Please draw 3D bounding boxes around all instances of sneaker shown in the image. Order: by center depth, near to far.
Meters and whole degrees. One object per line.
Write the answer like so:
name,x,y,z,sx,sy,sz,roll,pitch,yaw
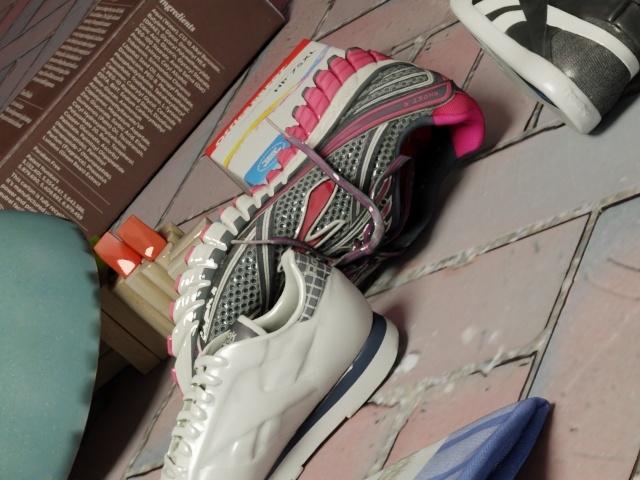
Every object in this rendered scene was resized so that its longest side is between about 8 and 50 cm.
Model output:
sneaker,-0.056,0.116,1.123,0.235,0.095,0.090,-51,23,-7
sneaker,0.176,-0.154,1.194,0.121,0.079,0.217,-42,29,4
sneaker,0.000,0.000,1.205,0.112,0.121,0.299,22,76,36

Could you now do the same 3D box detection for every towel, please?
towel,-0.017,0.187,0.931,0.285,0.034,0.209,-33,4,31

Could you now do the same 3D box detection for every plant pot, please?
plant pot,-0.325,0.100,1.385,0.290,0.195,0.290,-32,50,49

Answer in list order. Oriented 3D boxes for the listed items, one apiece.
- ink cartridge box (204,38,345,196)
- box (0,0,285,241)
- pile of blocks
ink cartridge box,-0.012,-0.086,1.421,0.134,0.078,0.231,-49,20,-3
box,-0.229,-0.143,1.872,0.381,0.143,0.191,-51,21,-5
pile of blocks,-0.141,0.022,1.432,0.362,0.112,0.149,-24,31,46
